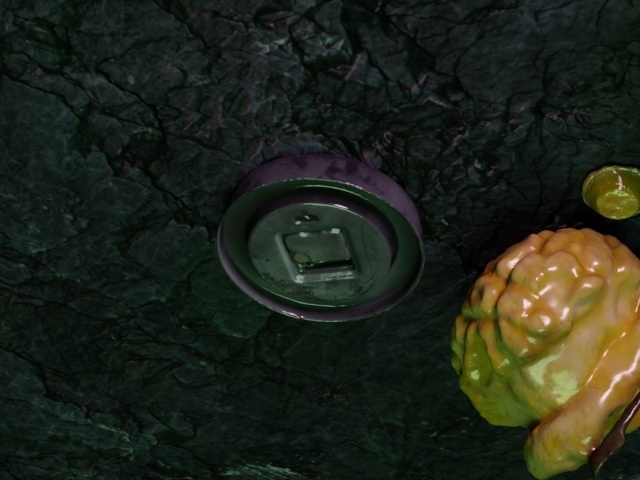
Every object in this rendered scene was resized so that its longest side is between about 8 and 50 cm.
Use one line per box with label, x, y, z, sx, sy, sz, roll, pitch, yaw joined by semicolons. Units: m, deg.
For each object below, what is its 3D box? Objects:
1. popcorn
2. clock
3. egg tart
popcorn;0.363;0.172;1.763;0.349;0.382;0.349;-7;133;-8
clock;0.001;0.001;1.835;0.318;0.066;0.319;5;137;4
egg tart;0.424;-0.063;1.722;0.105;0.039;0.105;5;139;5
